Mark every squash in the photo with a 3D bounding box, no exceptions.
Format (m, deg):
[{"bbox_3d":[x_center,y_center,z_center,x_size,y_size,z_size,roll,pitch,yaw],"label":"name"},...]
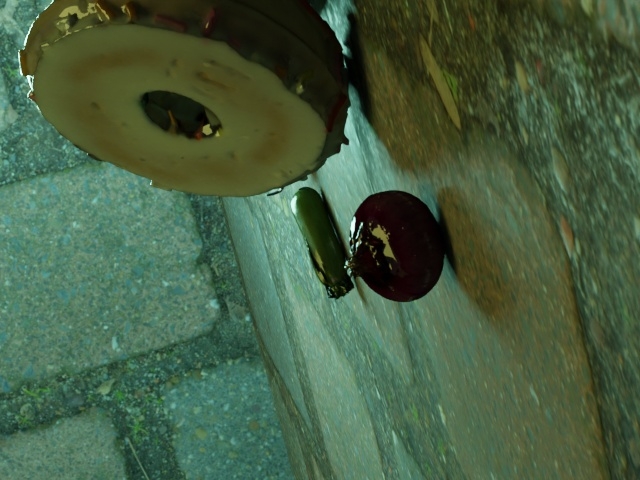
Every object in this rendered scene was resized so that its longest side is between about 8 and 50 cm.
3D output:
[{"bbox_3d":[0.000,0.000,2.263,0.052,0.052,0.183,88,165,-61],"label":"squash"}]

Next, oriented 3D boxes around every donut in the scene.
[{"bbox_3d":[-0.144,-0.192,1.821,0.382,0.382,0.142,87,-167,-61],"label":"donut"}]

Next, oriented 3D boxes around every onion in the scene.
[{"bbox_3d":[0.070,0.007,1.597,0.115,0.104,0.115,46,149,39],"label":"onion"}]

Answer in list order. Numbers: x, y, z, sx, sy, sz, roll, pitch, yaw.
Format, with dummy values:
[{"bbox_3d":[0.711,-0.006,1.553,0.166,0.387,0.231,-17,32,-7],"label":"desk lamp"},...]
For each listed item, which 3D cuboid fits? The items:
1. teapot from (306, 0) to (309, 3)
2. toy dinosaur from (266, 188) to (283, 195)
[{"bbox_3d":[-0.121,-0.332,1.936,0.221,0.178,0.163,-116,13,-55],"label":"teapot"},{"bbox_3d":[-0.063,-0.113,2.356,0.197,0.080,0.045,93,157,-68],"label":"toy dinosaur"}]
